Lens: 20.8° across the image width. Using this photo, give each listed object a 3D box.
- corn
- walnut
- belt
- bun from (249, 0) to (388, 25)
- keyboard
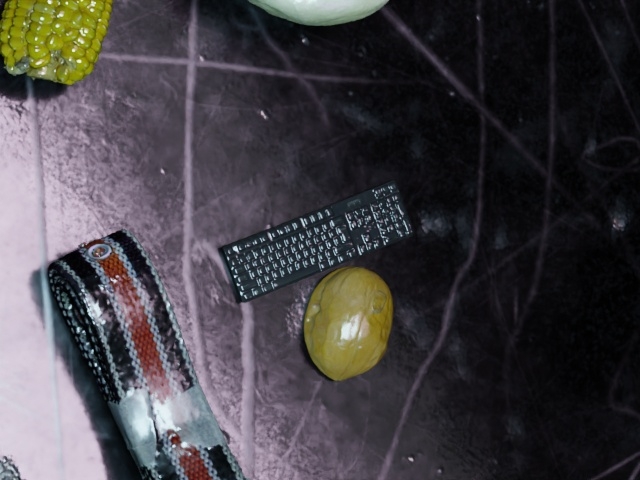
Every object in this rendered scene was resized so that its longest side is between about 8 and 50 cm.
[{"bbox_3d":[-0.230,-0.296,1.652,0.102,0.102,0.312,16,79,-20],"label":"corn"},{"bbox_3d":[0.034,0.081,1.744,0.091,0.052,0.121,16,76,-17],"label":"walnut"},{"bbox_3d":[-0.146,0.165,1.633,0.094,0.126,0.359,-24,88,-13],"label":"belt"},{"bbox_3d":[-0.023,-0.311,1.730,0.237,0.116,0.210,43,73,3],"label":"bun"},{"bbox_3d":[0.000,0.000,1.759,0.204,0.013,0.061,-21,93,-23],"label":"keyboard"}]
